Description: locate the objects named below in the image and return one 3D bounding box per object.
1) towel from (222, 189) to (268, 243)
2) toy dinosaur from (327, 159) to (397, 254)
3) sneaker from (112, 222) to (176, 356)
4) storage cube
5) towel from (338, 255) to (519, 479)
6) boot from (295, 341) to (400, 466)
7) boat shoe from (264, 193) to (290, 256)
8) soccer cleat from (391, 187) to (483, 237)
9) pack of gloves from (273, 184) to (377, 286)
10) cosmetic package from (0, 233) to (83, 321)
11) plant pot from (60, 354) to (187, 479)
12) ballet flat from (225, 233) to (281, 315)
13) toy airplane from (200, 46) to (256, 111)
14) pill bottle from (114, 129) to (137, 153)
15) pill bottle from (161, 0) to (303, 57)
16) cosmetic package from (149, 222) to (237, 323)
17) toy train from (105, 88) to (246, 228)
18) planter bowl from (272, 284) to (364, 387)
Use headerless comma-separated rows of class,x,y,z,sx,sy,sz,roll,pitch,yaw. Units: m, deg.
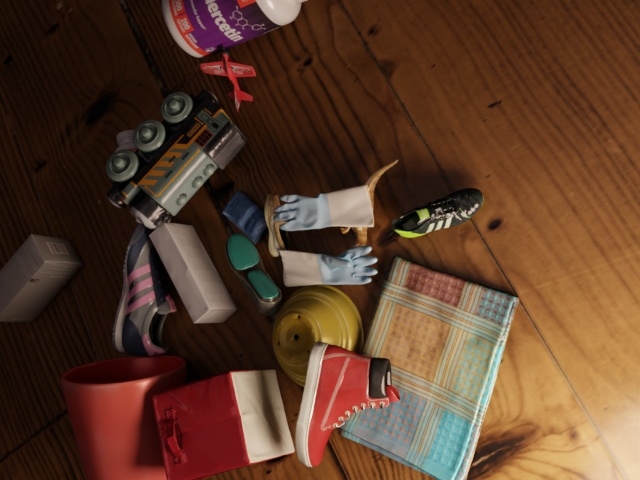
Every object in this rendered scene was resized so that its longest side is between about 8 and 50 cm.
towel,-0.159,-0.053,1.675,0.119,0.029,0.067,43,105,27
toy dinosaur,0.082,-0.075,1.526,0.112,0.064,0.211,19,105,18
sneaker,-0.382,0.110,1.761,0.131,0.112,0.319,9,92,14
storage cube,-0.195,0.373,1.548,0.193,0.215,0.183,-20,74,21
towel,0.193,0.240,1.429,0.271,0.040,0.370,19,94,30
boot,0.053,0.326,1.435,0.176,0.088,0.244,12,100,14
boat shoe,-0.086,-0.034,1.621,0.045,0.050,0.135,-7,91,27
soccer cleat,0.217,-0.049,1.425,0.179,0.072,0.060,-24,73,26
pack of gloves,0.000,0.000,1.517,0.232,0.046,0.195,-5,102,32
cosmetic package,-0.732,0.099,1.943,0.238,0.127,0.107,-48,63,20
plant pot,-0.415,0.394,1.658,0.275,0.275,0.243,-2,94,31
ballet flat,-0.148,0.076,1.631,0.213,0.072,0.068,55,151,36
toy airplane,-0.192,-0.358,1.689,0.151,0.028,0.151,21,136,22
pill bottle,-0.441,-0.177,1.822,0.087,0.087,0.160,-19,76,28
pill bottle,-0.169,-0.525,1.643,0.323,0.181,0.181,-14,78,29
cosmetic package,-0.284,0.071,1.696,0.060,0.099,0.239,-40,66,21
toy train,-0.320,-0.181,1.688,0.190,0.142,0.334,39,83,25
planter bowl,-0.029,0.193,1.536,0.217,0.090,0.217,-4,82,31
